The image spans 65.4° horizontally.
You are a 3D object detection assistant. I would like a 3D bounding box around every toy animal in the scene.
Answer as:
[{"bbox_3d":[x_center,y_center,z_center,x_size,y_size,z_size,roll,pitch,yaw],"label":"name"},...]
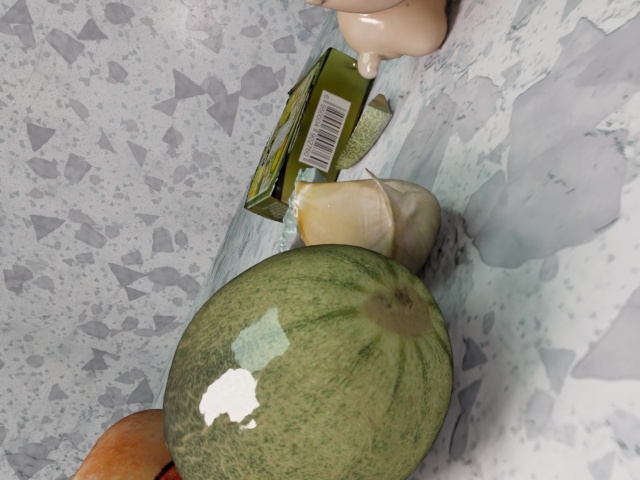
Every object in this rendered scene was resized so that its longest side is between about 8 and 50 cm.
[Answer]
[{"bbox_3d":[0.132,-0.396,0.814,0.345,0.278,0.246,-69,-17,-47],"label":"toy animal"}]

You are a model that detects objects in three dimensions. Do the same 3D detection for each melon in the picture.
[{"bbox_3d":[-0.017,0.138,0.482,0.329,0.249,0.248,-44,27,42],"label":"melon"},{"bbox_3d":[0.075,-0.200,0.991,0.182,0.054,0.098,-58,12,29],"label":"melon"}]

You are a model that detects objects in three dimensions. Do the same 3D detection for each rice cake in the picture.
[{"bbox_3d":[0.000,0.000,0.783,0.198,0.037,0.189,56,-139,-52],"label":"rice cake"}]

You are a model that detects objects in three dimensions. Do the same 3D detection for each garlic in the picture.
[{"bbox_3d":[0.058,-0.019,0.598,0.145,0.164,0.245,-54,19,-15],"label":"garlic"}]

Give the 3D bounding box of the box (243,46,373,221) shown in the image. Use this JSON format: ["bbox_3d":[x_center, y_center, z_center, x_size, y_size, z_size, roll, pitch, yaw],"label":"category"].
[{"bbox_3d":[-0.049,-0.241,1.288,0.373,0.138,0.420,-70,15,-6],"label":"box"}]

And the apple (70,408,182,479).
[{"bbox_3d":[-0.226,0.424,0.698,0.338,0.305,0.338,-55,7,10],"label":"apple"}]
